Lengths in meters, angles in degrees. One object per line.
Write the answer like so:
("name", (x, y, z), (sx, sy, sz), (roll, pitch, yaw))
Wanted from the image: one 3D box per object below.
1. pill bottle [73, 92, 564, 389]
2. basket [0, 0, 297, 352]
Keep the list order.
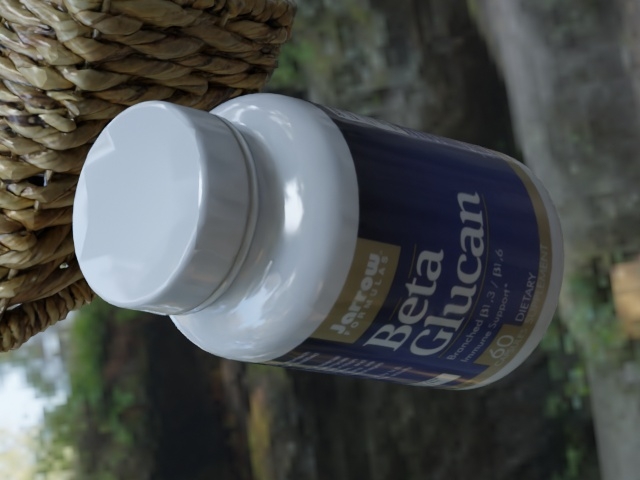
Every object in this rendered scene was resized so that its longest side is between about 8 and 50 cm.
("pill bottle", (0.000, 0.000, 0.706), (0.169, 0.094, 0.094), (11, -112, -43))
("basket", (-0.185, -0.094, 1.124), (0.213, 0.299, 0.223), (-1, -64, -55))
